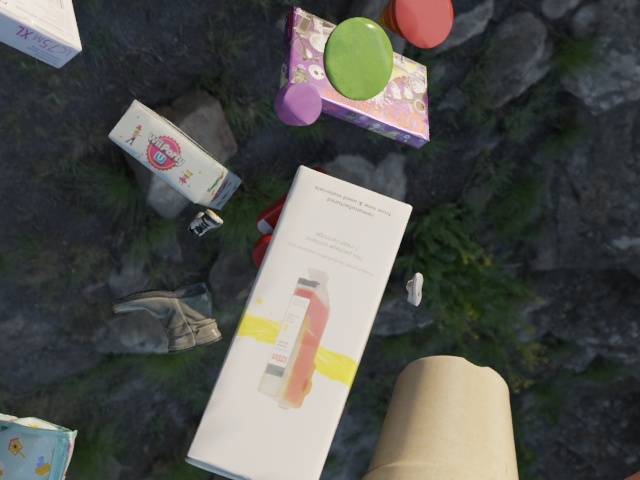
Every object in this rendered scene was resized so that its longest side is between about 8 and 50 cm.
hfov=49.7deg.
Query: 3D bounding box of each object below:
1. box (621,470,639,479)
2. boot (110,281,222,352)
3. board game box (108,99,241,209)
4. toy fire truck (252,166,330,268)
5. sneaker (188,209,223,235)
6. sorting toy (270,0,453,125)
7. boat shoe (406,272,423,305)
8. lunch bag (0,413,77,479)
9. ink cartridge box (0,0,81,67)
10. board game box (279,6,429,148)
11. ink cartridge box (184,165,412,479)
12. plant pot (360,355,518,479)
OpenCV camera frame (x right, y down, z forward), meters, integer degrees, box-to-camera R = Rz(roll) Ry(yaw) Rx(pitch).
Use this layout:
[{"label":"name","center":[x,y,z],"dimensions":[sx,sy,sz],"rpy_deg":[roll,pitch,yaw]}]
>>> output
[{"label":"box","center":[0.582,0.447,1.062],"dimensions":[0.381,0.191,0.143],"rpy_deg":[-15,112,-21]},{"label":"boot","center":[-0.363,0.192,1.629],"dimensions":[0.246,0.161,0.083],"rpy_deg":[-8,-179,-4]},{"label":"board game box","center":[-0.300,-0.175,1.499],"dimensions":[0.097,0.224,0.303],"rpy_deg":[-52,179,0]},{"label":"toy fire truck","center":[0.000,0.000,1.631],"dimensions":[0.254,0.169,0.302],"rpy_deg":[-34,114,24]},{"label":"sneaker","center":[-0.171,-0.022,1.021],"dimensions":[0.032,0.083,0.037],"rpy_deg":[44,69,-15]},{"label":"sorting toy","center":[0.052,-0.307,1.139],"dimensions":[0.365,0.126,0.127],"rpy_deg":[-41,116,-18]},{"label":"boat shoe","center":[0.213,0.109,1.591],"dimensions":[0.035,0.035,0.100],"rpy_deg":[-50,150,-33]},{"label":"lunch bag","center":[-0.573,0.455,1.322],"dimensions":[0.160,0.262,0.223],"rpy_deg":[28,67,-48]},{"label":"ink cartridge box","center":[-0.458,-0.416,0.997],"dimensions":[0.065,0.311,0.186],"rpy_deg":[-27,157,24]},{"label":"board game box","center":[0.079,-0.341,1.468],"dimensions":[0.347,0.208,0.056],"rpy_deg":[16,155,-27]},{"label":"ink cartridge box","center":[-0.024,0.137,0.949],"dimensions":[0.279,0.160,0.384],"rpy_deg":[99,11,-75]},{"label":"plant pot","center":[0.234,0.400,1.288],"dimensions":[0.334,0.305,0.334],"rpy_deg":[10,139,9]}]
